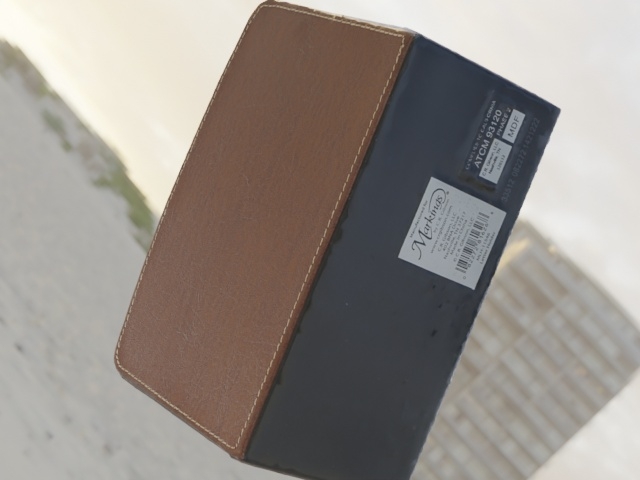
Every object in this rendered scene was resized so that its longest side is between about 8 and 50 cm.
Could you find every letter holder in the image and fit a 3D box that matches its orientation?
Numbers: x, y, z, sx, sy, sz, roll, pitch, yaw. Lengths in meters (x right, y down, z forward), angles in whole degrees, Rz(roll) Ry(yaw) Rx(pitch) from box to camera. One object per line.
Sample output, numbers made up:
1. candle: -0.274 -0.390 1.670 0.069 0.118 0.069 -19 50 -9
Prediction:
1. letter holder: 0.000 0.000 1.115 0.152 0.302 0.214 21 1 -38
